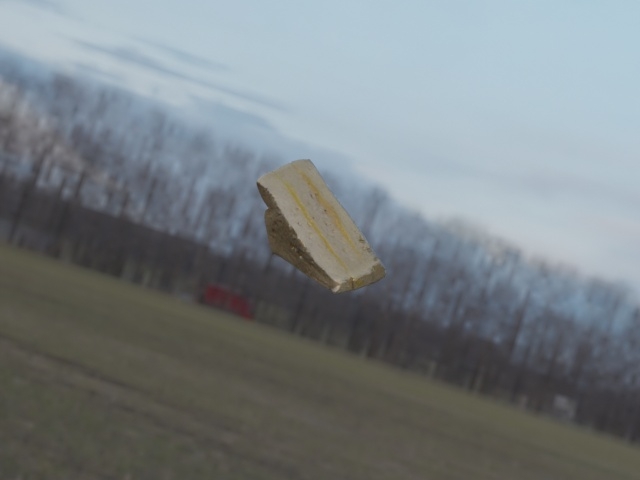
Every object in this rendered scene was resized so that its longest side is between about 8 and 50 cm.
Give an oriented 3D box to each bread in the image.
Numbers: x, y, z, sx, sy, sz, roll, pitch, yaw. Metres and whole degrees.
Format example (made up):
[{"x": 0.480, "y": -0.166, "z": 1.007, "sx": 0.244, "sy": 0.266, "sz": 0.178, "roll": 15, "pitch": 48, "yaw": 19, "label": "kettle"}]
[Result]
[{"x": 0.002, "y": -0.016, "z": 1.948, "sx": 0.077, "sy": 0.105, "sz": 0.152, "roll": -22, "pitch": 29, "yaw": -28, "label": "bread"}]
